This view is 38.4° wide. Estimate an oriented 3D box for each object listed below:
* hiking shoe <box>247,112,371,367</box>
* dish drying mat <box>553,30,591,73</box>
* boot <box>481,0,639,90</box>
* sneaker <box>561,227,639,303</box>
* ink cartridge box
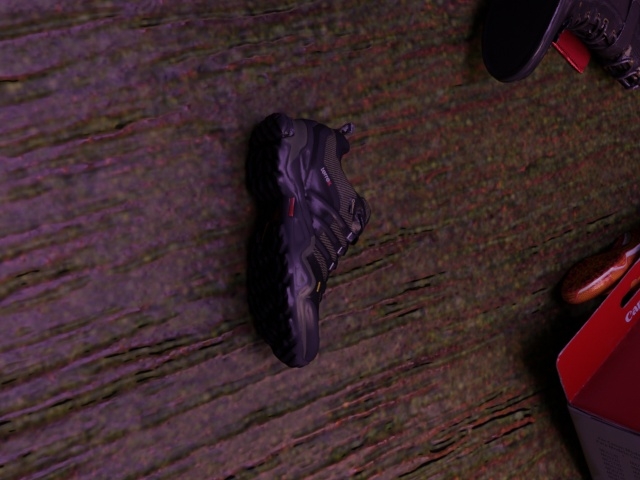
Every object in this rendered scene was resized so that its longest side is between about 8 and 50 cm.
[{"bbox_3d":[0.000,0.000,0.826,0.114,0.086,0.227,-1,91,-29],"label":"hiking shoe"},{"bbox_3d":[0.279,-0.228,1.046,0.083,0.008,0.032,37,71,-28],"label":"dish drying mat"},{"bbox_3d":[0.299,-0.236,1.005,0.229,0.091,0.263,36,74,-38],"label":"boot"},{"bbox_3d":[0.347,0.040,1.063,0.175,0.064,0.068,-24,100,-30],"label":"sneaker"},{"bbox_3d":[0.430,0.147,1.049,0.309,0.130,0.272,-43,126,-24],"label":"ink cartridge box"}]
